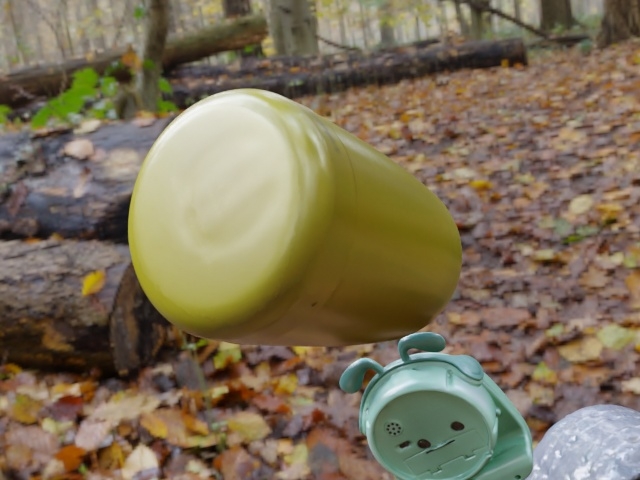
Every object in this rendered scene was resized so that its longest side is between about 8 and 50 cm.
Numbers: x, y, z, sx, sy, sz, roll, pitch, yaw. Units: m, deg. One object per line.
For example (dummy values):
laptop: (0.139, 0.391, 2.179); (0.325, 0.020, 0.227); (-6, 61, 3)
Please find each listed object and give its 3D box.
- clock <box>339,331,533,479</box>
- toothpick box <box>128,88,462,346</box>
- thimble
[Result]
clock: (0.109, 0.181, 0.891); (0.148, 0.188, 0.060); (-32, 16, 22)
toothpick box: (0.000, 0.000, 0.703); (0.175, 0.175, 0.271); (-1, -10, 33)
thimble: (0.324, 0.304, 0.976); (0.236, 0.205, 0.172); (-36, 9, -3)
